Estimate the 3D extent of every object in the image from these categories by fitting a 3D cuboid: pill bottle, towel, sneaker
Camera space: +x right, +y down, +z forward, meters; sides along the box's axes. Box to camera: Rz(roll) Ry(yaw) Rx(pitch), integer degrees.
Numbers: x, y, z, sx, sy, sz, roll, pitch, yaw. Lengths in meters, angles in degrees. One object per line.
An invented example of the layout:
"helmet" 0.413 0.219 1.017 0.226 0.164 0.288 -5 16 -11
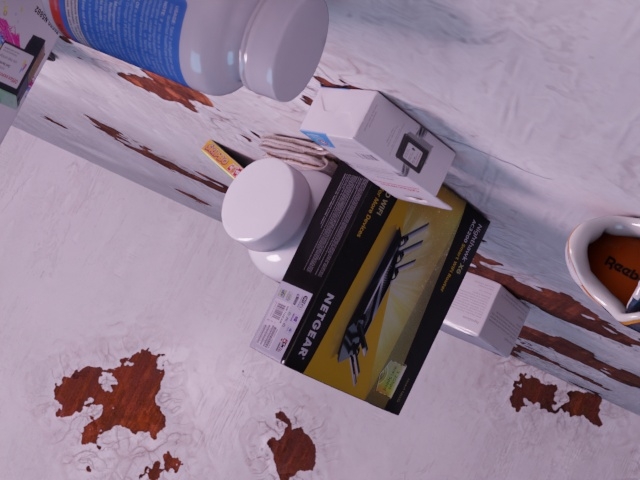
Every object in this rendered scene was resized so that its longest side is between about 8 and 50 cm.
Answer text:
"pill bottle" -0.111 -0.194 0.760 0.221 0.124 0.124 25 174 18
"pill bottle" 0.000 0.000 1.314 0.169 0.169 0.301 20 171 42
"towel" 0.044 -0.081 1.428 0.282 0.049 0.187 30 173 -38
"sneaker" 0.394 0.068 0.922 0.321 0.126 0.127 24 179 32

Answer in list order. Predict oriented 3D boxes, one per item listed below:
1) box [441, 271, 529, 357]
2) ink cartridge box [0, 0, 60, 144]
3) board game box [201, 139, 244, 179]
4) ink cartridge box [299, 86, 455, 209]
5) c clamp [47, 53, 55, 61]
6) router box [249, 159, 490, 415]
"box" 0.310 0.142 1.891 0.182 0.119 0.181 21 172 37
"ink cartridge box" -0.337 -0.210 0.816 0.117 0.278 0.201 25 174 12
"board game box" -0.145 -0.114 1.825 0.124 0.039 0.259 41 177 20
"ink cartridge box" 0.077 -0.105 1.042 0.180 0.060 0.104 31 171 -38
"c clamp" -0.544 -0.358 1.615 0.161 0.022 0.137 20 176 34
"router box" 0.075 0.054 1.218 0.243 0.309 0.081 30 173 -41
